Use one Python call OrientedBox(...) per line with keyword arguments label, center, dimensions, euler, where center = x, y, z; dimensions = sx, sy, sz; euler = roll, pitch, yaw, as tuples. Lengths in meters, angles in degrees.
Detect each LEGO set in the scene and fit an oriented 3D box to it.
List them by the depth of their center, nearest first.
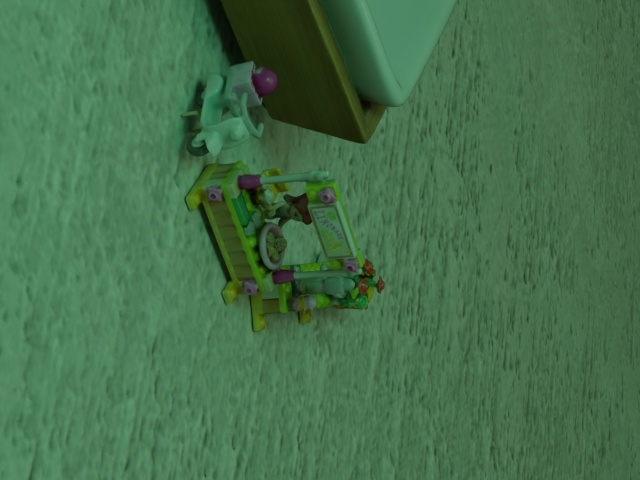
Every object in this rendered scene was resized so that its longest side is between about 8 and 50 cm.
OrientedBox(label="LEGO set", center=(0.000, 0.000, 1.308), dimensions=(0.287, 0.107, 0.132), euler=(55, 38, -47))

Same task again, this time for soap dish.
OrientedBox(label="soap dish", center=(0.011, -0.239, 1.350), dimensions=(0.229, 0.118, 0.291), euler=(67, 29, -27))
